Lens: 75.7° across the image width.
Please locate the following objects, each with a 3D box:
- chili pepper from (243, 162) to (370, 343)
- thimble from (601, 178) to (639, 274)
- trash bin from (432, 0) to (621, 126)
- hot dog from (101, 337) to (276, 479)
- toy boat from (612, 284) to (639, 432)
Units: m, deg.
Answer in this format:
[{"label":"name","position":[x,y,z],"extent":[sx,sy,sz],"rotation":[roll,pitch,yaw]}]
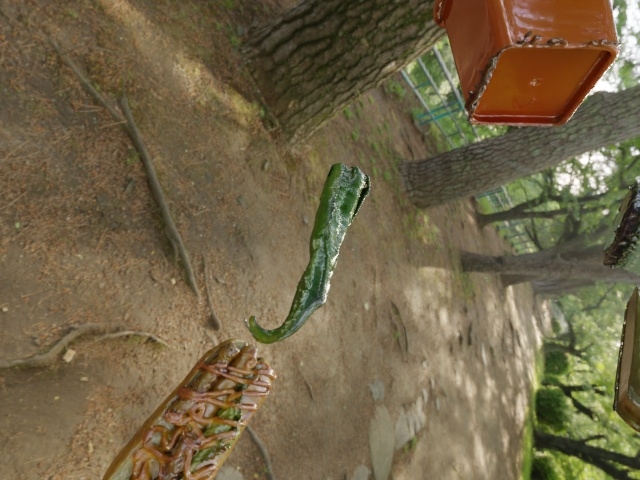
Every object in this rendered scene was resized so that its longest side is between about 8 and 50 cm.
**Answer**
[{"label":"chili pepper","position":[0.000,0.000,0.637],"extent":[0.085,0.076,0.359],"rotation":[32,50,-7]},{"label":"thimble","position":[0.816,-0.028,1.026],"extent":[0.237,0.150,0.237],"rotation":[-36,137,-43]},{"label":"trash bin","position":[0.224,-0.260,0.451],"extent":[0.184,0.161,0.239],"rotation":[88,4,-64]},{"label":"hot dog","position":[-0.218,0.333,0.732],"extent":[0.158,0.117,0.349],"rotation":[41,63,-2]},{"label":"toy boat","position":[0.567,0.180,0.669],"extent":[0.321,0.121,0.089],"rotation":[-46,139,-39]}]
